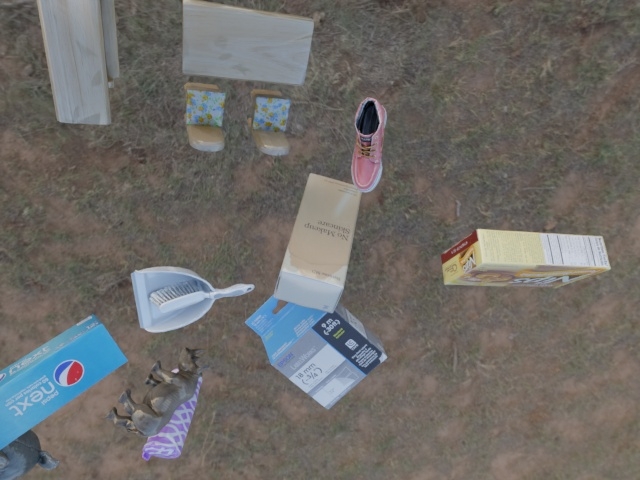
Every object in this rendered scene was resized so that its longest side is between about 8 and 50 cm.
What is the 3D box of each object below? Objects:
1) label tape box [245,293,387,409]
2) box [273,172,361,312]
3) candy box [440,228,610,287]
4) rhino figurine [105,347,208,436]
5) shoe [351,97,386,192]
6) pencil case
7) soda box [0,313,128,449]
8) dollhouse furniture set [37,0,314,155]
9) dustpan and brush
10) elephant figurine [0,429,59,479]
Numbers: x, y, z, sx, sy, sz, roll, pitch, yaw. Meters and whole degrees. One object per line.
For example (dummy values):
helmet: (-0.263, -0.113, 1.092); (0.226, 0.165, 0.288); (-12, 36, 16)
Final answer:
label tape box: (-0.017, 0.282, 1.227); (0.334, 0.106, 0.240); (43, 100, -14)
box: (0.000, 0.000, 1.037); (0.148, 0.311, 0.121); (15, 141, -3)
candy box: (0.473, 0.049, 1.031); (0.317, 0.183, 0.087); (2, 70, -11)
rhino figurine: (-0.329, 0.317, 0.943); (0.106, 0.243, 0.073); (36, 128, 6)
shoe: (0.090, -0.184, 0.852); (0.064, 0.081, 0.177); (10, 96, 17)
pencil case: (-0.344, 0.399, 1.022); (0.088, 0.206, 0.086); (-11, 130, 14)
soda box: (-0.379, 0.193, 0.584); (0.210, 0.067, 0.071); (-35, 114, -29)
dollhouse furniture set: (-0.197, -0.313, 0.703); (0.395, 0.256, 0.362); (-2, 129, -21)
dustpan and brush: (-0.233, 0.102, 0.826); (0.211, 0.060, 0.147); (-15, 129, -30)
elephant figurine: (-0.660, 0.388, 0.852); (0.186, 0.169, 0.239); (-27, 147, -42)
